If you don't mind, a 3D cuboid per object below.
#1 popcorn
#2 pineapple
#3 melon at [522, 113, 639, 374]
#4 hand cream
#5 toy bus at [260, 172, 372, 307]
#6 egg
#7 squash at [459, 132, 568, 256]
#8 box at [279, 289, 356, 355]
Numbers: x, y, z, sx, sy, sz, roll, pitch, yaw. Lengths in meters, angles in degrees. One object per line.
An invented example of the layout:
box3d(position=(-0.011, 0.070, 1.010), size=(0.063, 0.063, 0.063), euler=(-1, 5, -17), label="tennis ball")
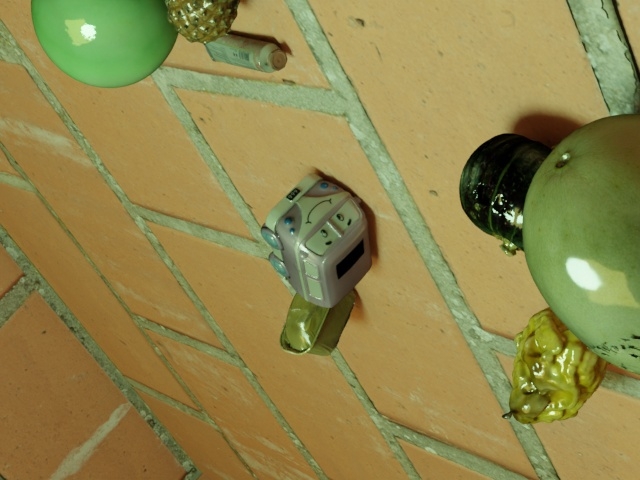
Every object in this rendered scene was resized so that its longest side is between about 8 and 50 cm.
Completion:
box3d(position=(0.354, 0.181, 1.860), size=(0.140, 0.163, 0.194), euler=(20, 122, 5), label="popcorn")
box3d(position=(-0.146, -0.371, 1.708), size=(0.119, 0.111, 0.237), euler=(12, 152, -6), label="pineapple")
box3d(position=(0.373, 0.018, 1.359), size=(0.330, 0.268, 0.268), euler=(40, 159, -18), label="melon")
box3d(position=(-0.122, -0.285, 1.903), size=(0.209, 0.043, 0.067), euler=(22, 149, 49), label="hand cream")
box3d(position=(0.000, 0.000, 2.092), size=(0.142, 0.142, 0.202), euler=(37, 159, 25), label="toy bus")
box3d(position=(-0.318, -0.339, 1.875), size=(0.220, 0.220, 0.270), euler=(42, 163, 0), label="egg")
box3d(position=(0.265, -0.051, 1.558), size=(0.193, 0.156, 0.193), euler=(18, 163, 6), label="squash")
box3d(position=(-0.009, 0.132, 2.316), size=(0.111, 0.177, 0.111), euler=(24, 169, 5), label="box")
